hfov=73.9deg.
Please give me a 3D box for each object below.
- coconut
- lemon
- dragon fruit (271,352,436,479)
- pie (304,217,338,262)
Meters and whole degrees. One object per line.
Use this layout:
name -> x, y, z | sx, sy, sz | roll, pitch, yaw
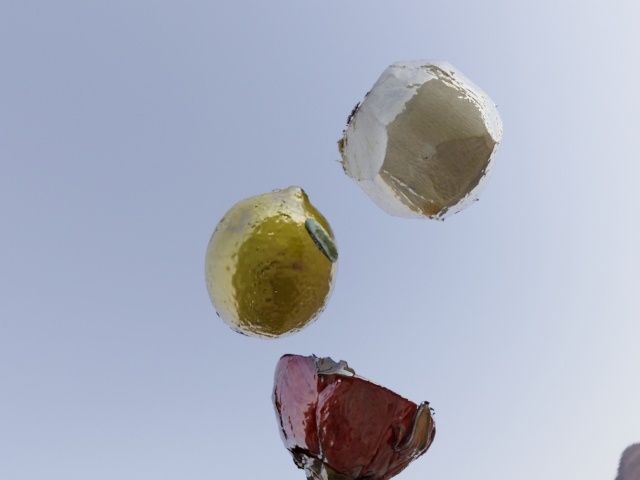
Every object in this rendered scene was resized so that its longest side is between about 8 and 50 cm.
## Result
coconut -> 0.239, -0.213, 0.974 | 0.360, 0.346, 0.346 | 37, -86, -3
lemon -> -0.092, 0.043, 0.824 | 0.257, 0.258, 0.310 | 5, -72, -34
dragon fruit -> 0.023, 0.246, 0.527 | 0.218, 0.223, 0.148 | 31, -113, -15
pie -> 0.000, 0.001, 0.669 | 0.021, 0.084, 0.084 | -34, -51, -10
